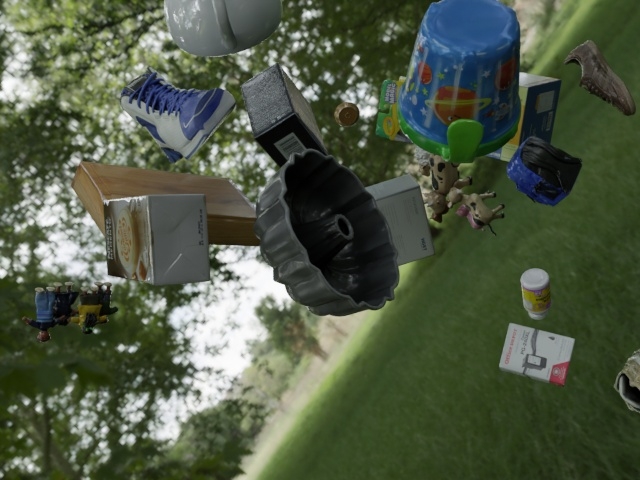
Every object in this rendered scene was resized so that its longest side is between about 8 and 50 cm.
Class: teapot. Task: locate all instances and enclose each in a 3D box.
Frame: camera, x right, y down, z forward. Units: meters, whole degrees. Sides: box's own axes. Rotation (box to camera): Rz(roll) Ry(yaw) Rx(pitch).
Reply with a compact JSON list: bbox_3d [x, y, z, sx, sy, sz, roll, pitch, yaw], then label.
[{"bbox_3d":[-0.200,-0.487,1.469,0.252,0.256,0.187,-48,-38,-32],"label":"teapot"}]

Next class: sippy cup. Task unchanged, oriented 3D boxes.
[{"bbox_3d":[0.256,-0.304,1.349,0.240,0.305,0.224,-26,-32,-15],"label":"sippy cup"}]

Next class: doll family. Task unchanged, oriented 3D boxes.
[{"bbox_3d":[-0.512,0.148,1.559,0.076,0.193,0.111,-143,59,-63],"label":"doll family"}]

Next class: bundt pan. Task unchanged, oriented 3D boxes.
[{"bbox_3d":[0.000,0.000,1.420,0.124,0.331,0.331,-29,7,31],"label":"bundt pan"}]

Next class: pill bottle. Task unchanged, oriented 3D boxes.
[{"bbox_3d":[0.342,0.087,1.197,0.043,0.043,0.083,-49,-42,-31],"label":"pill bottle"}]

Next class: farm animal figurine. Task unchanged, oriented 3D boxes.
[{"bbox_3d":[0.431,-0.172,2.514,0.172,0.327,0.330,-21,14,-25],"label":"farm animal figurine"}]

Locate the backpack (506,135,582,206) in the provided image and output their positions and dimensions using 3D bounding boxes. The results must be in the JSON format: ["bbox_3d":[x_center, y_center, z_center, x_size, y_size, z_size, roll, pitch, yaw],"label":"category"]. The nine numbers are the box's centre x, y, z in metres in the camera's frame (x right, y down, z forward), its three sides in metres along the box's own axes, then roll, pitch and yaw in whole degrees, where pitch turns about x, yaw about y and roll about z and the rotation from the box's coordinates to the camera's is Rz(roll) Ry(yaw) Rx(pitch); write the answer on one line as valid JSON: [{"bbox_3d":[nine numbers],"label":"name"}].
[{"bbox_3d":[0.418,-0.130,1.450,0.098,0.120,0.101,-58,3,-35],"label":"backpack"}]

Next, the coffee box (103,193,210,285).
[{"bbox_3d":[-0.278,-0.004,1.258,0.098,0.141,0.246,-4,2,-31],"label":"coffee box"}]

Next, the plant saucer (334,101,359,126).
[{"bbox_3d":[0.086,-0.401,2.422,0.083,0.083,0.015,-55,23,19],"label":"plant saucer"}]

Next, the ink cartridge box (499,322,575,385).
[{"bbox_3d":[0.496,0.262,1.737,0.063,0.150,0.109,38,-113,-67],"label":"ink cartridge box"}]

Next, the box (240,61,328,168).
[{"bbox_3d":[-0.083,-0.271,1.697,0.108,0.207,0.153,-30,-43,13],"label":"box"}]

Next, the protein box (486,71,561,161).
[{"bbox_3d":[0.520,-0.331,2.009,0.201,0.136,0.200,-21,-58,-46],"label":"protein box"}]

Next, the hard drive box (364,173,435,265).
[{"bbox_3d":[0.126,-0.026,1.729,0.232,0.181,0.089,-17,25,-2],"label":"hard drive box"}]

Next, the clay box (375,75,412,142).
[{"bbox_3d":[0.231,-0.260,1.550,0.053,0.222,0.127,-63,-18,-62],"label":"clay box"}]

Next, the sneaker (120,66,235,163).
[{"bbox_3d":[-0.303,-0.256,1.496,0.127,0.182,0.315,-54,19,-18],"label":"sneaker"}]

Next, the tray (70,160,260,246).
[{"bbox_3d":[-0.329,-0.080,1.720,0.411,0.203,0.076,3,-55,-46],"label":"tray"}]

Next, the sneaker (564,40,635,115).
[{"bbox_3d":[0.584,-0.327,1.585,0.071,0.188,0.066,-31,-20,13],"label":"sneaker"}]

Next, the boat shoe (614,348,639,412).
[{"bbox_3d":[0.636,0.280,1.496,0.103,0.113,0.302,-35,-23,-1],"label":"boat shoe"}]
